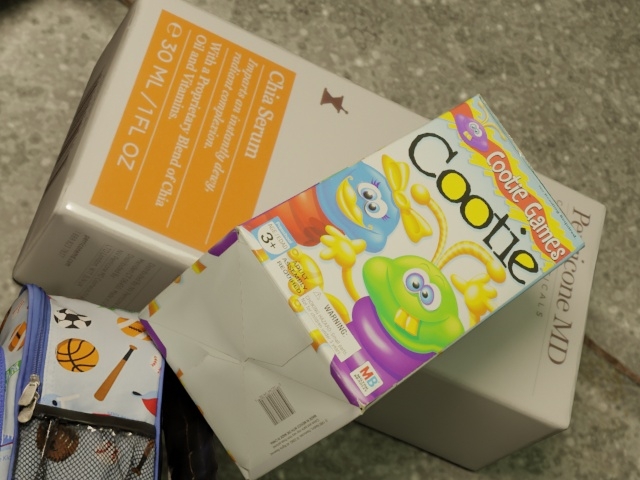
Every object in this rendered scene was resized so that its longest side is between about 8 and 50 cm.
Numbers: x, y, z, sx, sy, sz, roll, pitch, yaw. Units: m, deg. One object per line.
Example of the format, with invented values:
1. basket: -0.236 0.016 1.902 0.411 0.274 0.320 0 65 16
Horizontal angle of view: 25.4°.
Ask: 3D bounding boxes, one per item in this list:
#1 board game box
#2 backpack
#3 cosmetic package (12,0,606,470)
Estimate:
1. board game box: 0.035 0.026 1.007 0.275 0.144 0.142 -30 84 -44
2. backpack: -0.200 0.170 0.999 0.213 0.276 0.263 23 48 -17
3. cosmetic package: 0.000 0.000 1.210 0.453 0.161 0.230 24 60 -16
